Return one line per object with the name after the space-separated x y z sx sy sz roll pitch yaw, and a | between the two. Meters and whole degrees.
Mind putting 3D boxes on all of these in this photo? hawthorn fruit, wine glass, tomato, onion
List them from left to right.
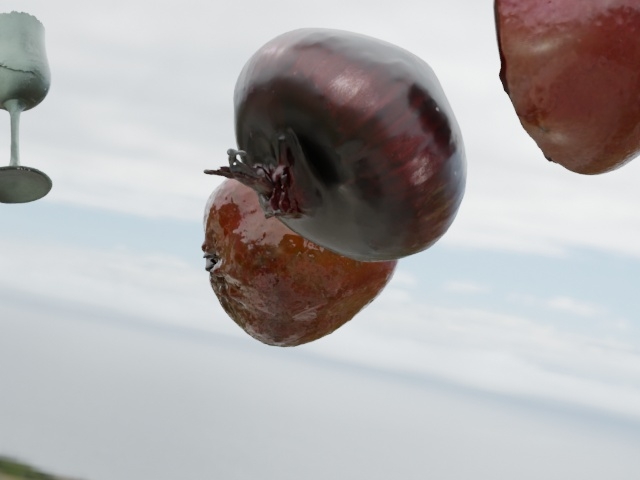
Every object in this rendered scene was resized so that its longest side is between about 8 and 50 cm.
-0.319 -0.141 1.610 0.079 0.195 0.079 -5 -27 -2 | wine glass
0.000 0.000 2.134 0.330 0.287 0.287 -14 3 -13 | hawthorn fruit
0.007 -0.082 1.572 0.285 0.273 0.273 -38 28 -31 | onion
0.305 -0.221 1.483 0.170 0.308 0.309 -10 -17 44 | tomato
